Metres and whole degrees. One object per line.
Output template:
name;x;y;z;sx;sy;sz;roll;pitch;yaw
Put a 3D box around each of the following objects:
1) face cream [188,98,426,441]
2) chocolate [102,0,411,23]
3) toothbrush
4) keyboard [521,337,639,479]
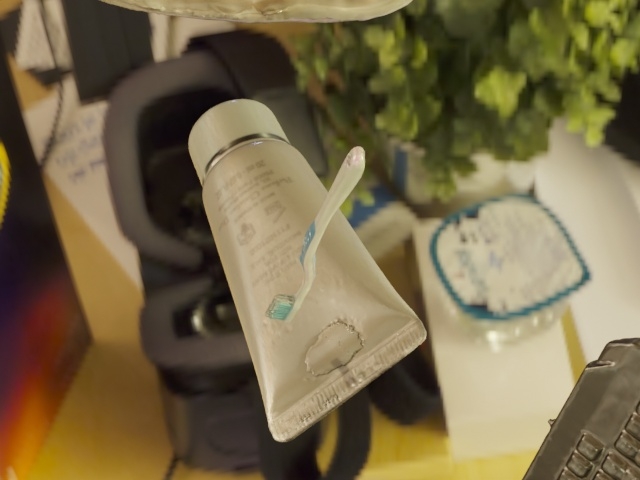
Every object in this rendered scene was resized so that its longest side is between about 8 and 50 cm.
face cream;-0.028;0.008;1.523;0.143;0.089;0.314;-35;45;10
chocolate;-0.026;-0.244;0.824;0.185;0.100;0.303;1;93;-16
toothbrush;0.000;0.000;0.956;0.017;0.162;0.014;6;58;-16
keyboard;0.121;0.161;0.881;0.106;0.262;0.016;38;38;20
